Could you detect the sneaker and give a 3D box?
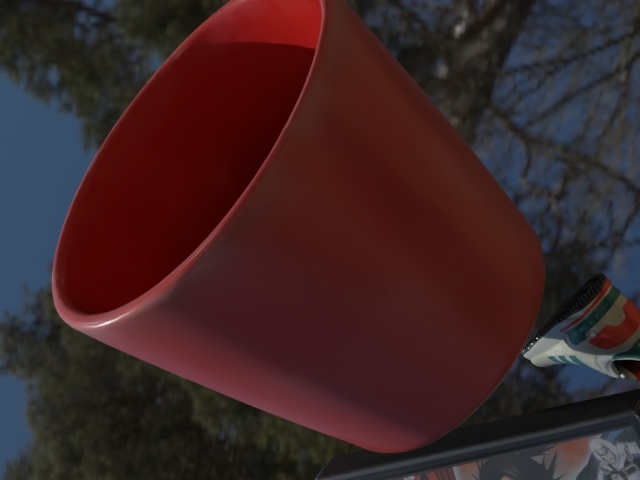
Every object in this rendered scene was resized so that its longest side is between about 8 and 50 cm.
[{"bbox_3d":[0.195,0.076,1.203,0.075,0.161,0.057,41,-106,5],"label":"sneaker"}]

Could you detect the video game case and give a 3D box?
[{"bbox_3d":[0.161,0.239,1.199,0.248,0.275,0.035,61,-142,-13],"label":"video game case"}]

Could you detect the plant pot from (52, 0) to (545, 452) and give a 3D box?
[{"bbox_3d":[0.000,0.000,1.126,0.243,0.275,0.275,36,-135,-26],"label":"plant pot"}]
